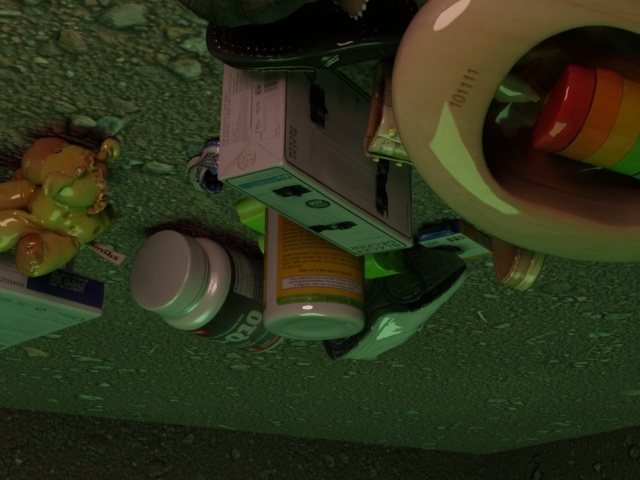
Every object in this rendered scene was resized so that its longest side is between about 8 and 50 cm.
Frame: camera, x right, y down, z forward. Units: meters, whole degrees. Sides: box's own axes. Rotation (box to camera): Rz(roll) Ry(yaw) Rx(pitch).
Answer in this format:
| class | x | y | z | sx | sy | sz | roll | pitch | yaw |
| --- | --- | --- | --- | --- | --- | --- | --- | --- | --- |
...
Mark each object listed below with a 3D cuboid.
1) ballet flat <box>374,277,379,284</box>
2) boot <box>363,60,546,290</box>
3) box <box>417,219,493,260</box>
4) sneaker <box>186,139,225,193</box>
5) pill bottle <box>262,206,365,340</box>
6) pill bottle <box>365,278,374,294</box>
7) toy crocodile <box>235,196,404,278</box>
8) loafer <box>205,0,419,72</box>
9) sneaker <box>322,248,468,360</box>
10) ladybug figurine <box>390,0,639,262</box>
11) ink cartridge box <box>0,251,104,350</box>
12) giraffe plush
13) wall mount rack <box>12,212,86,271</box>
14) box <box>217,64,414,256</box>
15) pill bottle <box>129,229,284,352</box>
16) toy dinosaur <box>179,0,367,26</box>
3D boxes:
| class | x | y | z | sx | sy | sz | roll | pitch | yaw |
| --- | --- | --- | --- | --- | --- | --- | --- | --- | --- |
| ballet flat | 0.129 | 0.083 | 1.809 | 0.241 | 0.091 | 0.077 | -13 | -174 | 43 |
| boot | 0.149 | -0.077 | 1.093 | 0.203 | 0.262 | 0.095 | 8 | 157 | -15 |
| box | 0.223 | 0.000 | 1.631 | 0.081 | 0.028 | 0.136 | -14 | 153 | 34 |
| sneaker | -0.156 | -0.089 | 1.354 | 0.052 | 0.058 | 0.135 | 7 | 159 | -17 |
| pill bottle | -0.008 | 0.001 | 1.323 | 0.136 | 0.246 | 0.136 | 0 | 160 | 0 |
| pill bottle | 0.023 | 0.060 | 1.724 | 0.137 | 0.078 | 0.078 | 3 | 160 | -7 |
| toy crocodile | 0.012 | -0.009 | 1.528 | 0.340 | 0.105 | 0.115 | 23 | 149 | -38 |
| loafer | -0.008 | -0.203 | 1.010 | 0.220 | 0.080 | 0.078 | -1 | 159 | 4 |
| sneaker | 0.139 | 0.113 | 1.693 | 0.297 | 0.111 | 0.129 | -36 | 145 | 29 |
| ladybug figurine | 0.273 | -0.136 | 0.970 | 0.449 | 0.162 | 0.305 | 17 | 116 | -19 |
| ink cartridge box | -0.555 | 0.085 | 1.483 | 0.330 | 0.071 | 0.324 | -18 | 153 | 40 |
| giraffe plush | -0.352 | -0.063 | 1.319 | 0.210 | 0.181 | 0.170 | 15 | 136 | -9 |
| wall mount rack | -0.567 | 0.027 | 1.576 | 0.304 | 0.130 | 0.350 | -18 | 152 | 41 |
| box | 0.005 | -0.102 | 1.158 | 0.087 | 0.169 | 0.290 | -13 | 157 | 31 |
| pill bottle | -0.182 | 0.089 | 1.687 | 0.161 | 0.161 | 0.283 | -13 | 156 | 33 |
| toy dinosaur | -0.068 | -0.240 | 0.861 | 0.313 | 0.121 | 0.160 | -11 | 144 | 19 |
